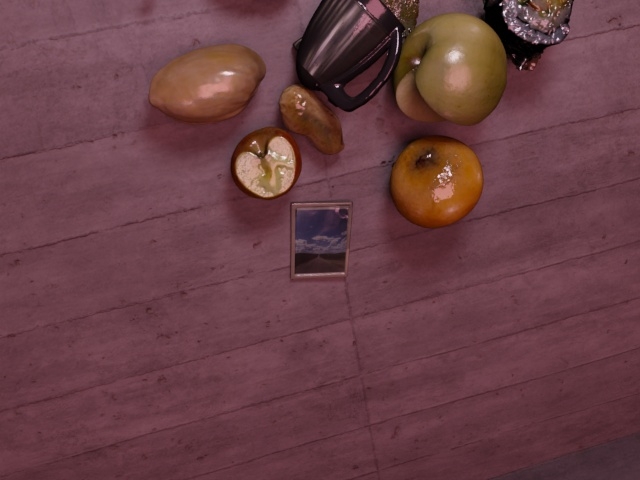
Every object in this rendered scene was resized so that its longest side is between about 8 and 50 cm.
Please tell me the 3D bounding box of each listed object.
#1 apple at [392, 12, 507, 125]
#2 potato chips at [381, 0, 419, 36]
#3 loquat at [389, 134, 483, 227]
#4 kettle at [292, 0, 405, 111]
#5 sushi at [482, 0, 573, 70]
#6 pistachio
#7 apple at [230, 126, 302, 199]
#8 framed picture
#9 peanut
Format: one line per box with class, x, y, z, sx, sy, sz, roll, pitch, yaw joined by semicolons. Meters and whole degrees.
apple;0.333;-0.425;1.332;0.254;0.292;0.292;9;112;-26
potato chips;0.212;-0.615;1.363;0.142;0.026;0.209;39;101;-27
loquat;0.323;-0.163;1.458;0.263;0.263;0.263;-5;115;-11
kettle;0.061;-0.478;1.295;0.251;0.207;0.271;42;109;-13
sushi;0.525;-0.583;1.353;0.225;0.219;0.238;35;98;-1
pistachio;-0.274;-0.384;1.280;0.293;0.162;0.181;-17;99;-1
apple;-0.146;-0.207;1.387;0.195;0.160;0.173;-30;121;0
framed picture;0.000;0.000;1.594;0.189;0.023;0.259;-1;115;-9
peanut;-0.021;-0.319;1.400;0.120;0.110;0.236;-48;124;-2
